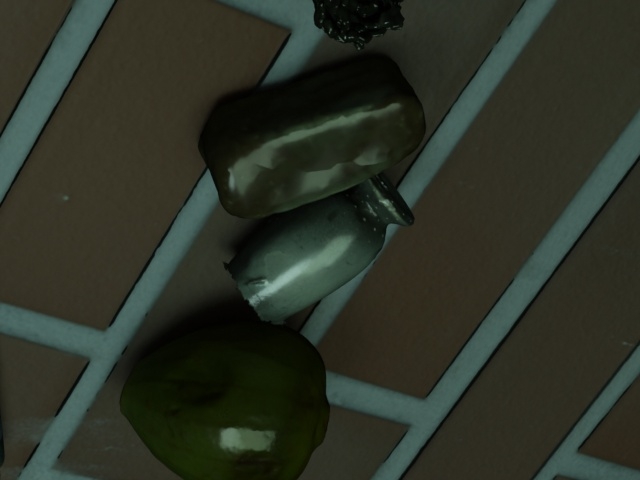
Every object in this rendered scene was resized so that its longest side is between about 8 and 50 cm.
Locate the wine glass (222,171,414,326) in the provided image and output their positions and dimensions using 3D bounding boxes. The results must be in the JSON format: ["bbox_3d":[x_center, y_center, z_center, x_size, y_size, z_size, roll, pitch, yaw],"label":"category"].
[{"bbox_3d":[0.000,0.000,1.921,0.204,0.111,0.111,-39,129,9],"label":"wine glass"}]

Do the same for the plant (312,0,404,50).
[{"bbox_3d":[0.031,-0.251,1.717,0.094,0.143,0.092,1,125,-15],"label":"plant"}]

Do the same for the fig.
[{"bbox_3d":[-0.103,0.193,1.975,0.230,0.207,0.207,-3,127,-18],"label":"fig"}]

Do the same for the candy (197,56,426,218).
[{"bbox_3d":[-0.008,-0.109,1.837,0.234,0.104,0.102,-18,131,-7],"label":"candy"}]

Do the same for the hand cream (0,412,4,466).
[{"bbox_3d":[-0.396,0.166,1.948,0.091,0.058,0.271,-12,124,-16],"label":"hand cream"}]
